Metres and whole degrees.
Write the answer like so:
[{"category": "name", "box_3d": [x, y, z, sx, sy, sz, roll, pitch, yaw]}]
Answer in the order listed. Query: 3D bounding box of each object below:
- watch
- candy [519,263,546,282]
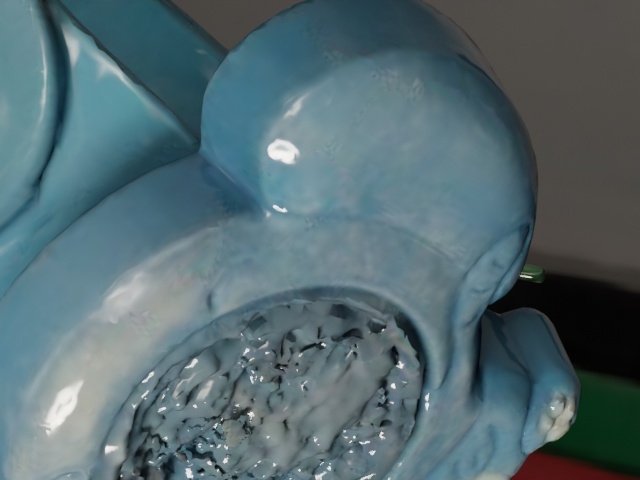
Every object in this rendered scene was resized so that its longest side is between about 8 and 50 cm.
[{"category": "watch", "box_3d": [-0.050, -0.001, 0.531, 0.211, 0.211, 0.193, -7, -140, -28]}, {"category": "candy", "box_3d": [0.000, 0.000, 1.269, 0.305, 0.091, 0.083, 12, -154, 13]}]
